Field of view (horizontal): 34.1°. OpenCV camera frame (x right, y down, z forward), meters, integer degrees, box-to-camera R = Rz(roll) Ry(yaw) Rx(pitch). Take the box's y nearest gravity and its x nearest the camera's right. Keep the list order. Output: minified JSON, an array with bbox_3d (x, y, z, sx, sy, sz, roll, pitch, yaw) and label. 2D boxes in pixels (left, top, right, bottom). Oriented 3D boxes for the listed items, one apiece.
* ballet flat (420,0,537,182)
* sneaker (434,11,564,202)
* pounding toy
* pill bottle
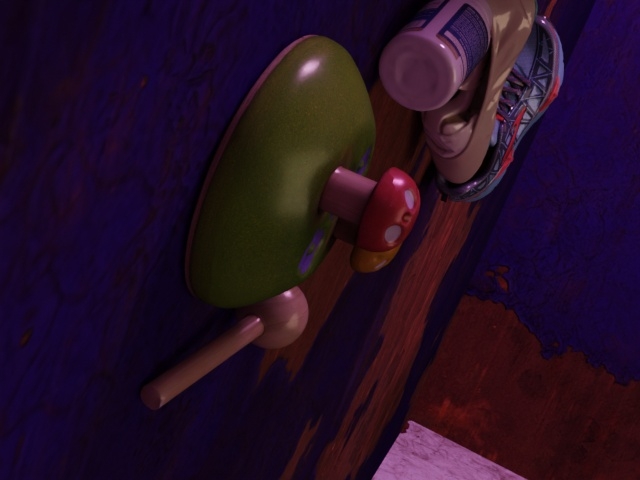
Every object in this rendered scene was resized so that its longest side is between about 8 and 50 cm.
[{"bbox_3d":[0.143,-0.154,1.064,0.086,0.086,0.248,-51,160,-48],"label":"ballet flat"},{"bbox_3d":[0.222,-0.158,1.298,0.261,0.104,0.125,-68,165,16],"label":"sneaker"},{"bbox_3d":[0.000,0.000,0.657,0.183,0.110,0.236,-39,151,-64],"label":"pounding toy"},{"bbox_3d":[0.099,-0.160,0.853,0.120,0.067,0.067,-51,162,-46],"label":"pill bottle"}]
